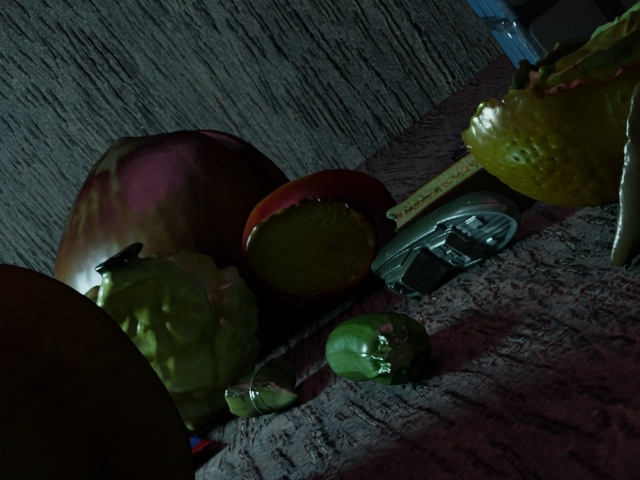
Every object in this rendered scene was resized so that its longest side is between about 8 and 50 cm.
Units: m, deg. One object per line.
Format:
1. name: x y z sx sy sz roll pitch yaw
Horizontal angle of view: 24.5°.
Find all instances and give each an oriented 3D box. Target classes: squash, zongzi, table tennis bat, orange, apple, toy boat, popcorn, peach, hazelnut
1. squash: 0.057 0.106 1.451 0.077 0.068 0.219 -27 3 -12
2. zongzi: -0.039 0.165 1.707 0.113 0.052 0.104 -15 14 40
3. table tennis bat: 0.273 -0.168 2.475 0.153 0.040 0.244 -34 2 27
4. orange: 0.288 -0.144 1.423 0.262 0.196 0.334 -16 21 33
5. apple: -0.319 0.214 1.316 0.400 0.400 0.333 -38 -1 -9
6. toy boat: 0.145 0.007 1.685 0.260 0.078 0.085 -31 32 56
7. popcorn: -0.195 0.128 1.935 0.293 0.237 0.293 -34 -2 -1
8. peach: 0.000 0.000 2.011 0.226 0.196 0.190 -24 -28 -39
9. hazelnut: -0.221 0.045 2.234 0.429 0.402 0.402 -26 12 44

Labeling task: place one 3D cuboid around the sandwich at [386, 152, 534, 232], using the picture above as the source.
1. sandwich: 0.204 -0.060 1.812 0.244 0.088 0.090 -34 15 1

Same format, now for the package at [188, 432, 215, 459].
1. package: -0.179 0.268 1.825 0.083 0.022 0.200 -39 4 -13

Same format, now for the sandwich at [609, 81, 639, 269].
1. sandwich: 0.310 -0.088 1.192 0.236 0.128 0.122 -34 -1 27

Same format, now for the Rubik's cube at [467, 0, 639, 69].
1. Rubik's cube: 0.355 -0.302 1.729 0.304 0.301 0.305 -36 5 7
